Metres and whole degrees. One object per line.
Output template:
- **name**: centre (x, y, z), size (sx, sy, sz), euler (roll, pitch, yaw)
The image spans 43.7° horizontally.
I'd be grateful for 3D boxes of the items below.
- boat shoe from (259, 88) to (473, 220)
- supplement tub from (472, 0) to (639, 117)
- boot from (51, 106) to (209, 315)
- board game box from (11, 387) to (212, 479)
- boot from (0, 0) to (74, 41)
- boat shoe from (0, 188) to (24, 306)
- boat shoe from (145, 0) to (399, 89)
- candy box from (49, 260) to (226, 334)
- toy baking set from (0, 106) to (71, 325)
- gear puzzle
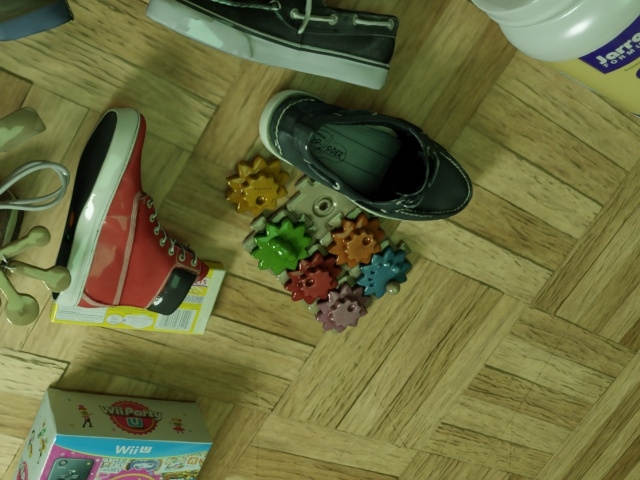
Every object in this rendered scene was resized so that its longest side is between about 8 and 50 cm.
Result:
- **boat shoe**: centre (0.088, -0.094, 1.015), size (0.340, 0.113, 0.127), euler (25, 94, -34)
- **supplement tub**: centre (0.358, -0.298, 0.941), size (0.331, 0.241, 0.241), euler (17, 111, -32)
- **boot**: centre (-0.201, -0.028, 0.940), size (0.176, 0.088, 0.244), euler (10, 109, -30)
- **board game box**: centre (-0.317, 0.365, 1.133), size (0.224, 0.097, 0.303), euler (13, 113, -31)
- **boot**: centre (-0.346, -0.222, 0.761), size (0.219, 0.082, 0.106), euler (-27, 125, -10)
- **boat shoe**: centre (-0.410, 0.053, 0.914), size (0.257, 0.095, 0.095), euler (-55, 162, 5)
- **boat shoe**: centre (-0.037, -0.245, 0.872), size (0.306, 0.113, 0.105), euler (7, 110, -31)
- **candy box**: centre (-0.233, 0.066, 1.027), size (0.206, 0.027, 0.105), euler (10, 112, -30)
- **toy baking set**: centre (-0.362, -0.012, 0.831), size (0.197, 0.030, 0.256), euler (-3, 106, -26)
- **gear puzzle**: centre (0.000, 0.000, 1.083), size (0.175, 0.044, 0.339), euler (-41, 128, 3)
